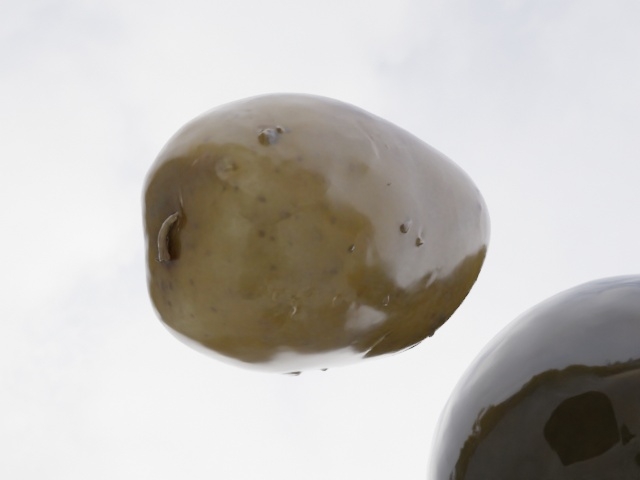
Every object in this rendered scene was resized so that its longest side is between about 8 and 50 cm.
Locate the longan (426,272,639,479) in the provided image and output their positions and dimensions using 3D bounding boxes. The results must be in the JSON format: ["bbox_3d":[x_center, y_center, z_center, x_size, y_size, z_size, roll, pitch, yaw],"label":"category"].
[{"bbox_3d":[0.198,0.143,0.583,0.258,0.258,0.258,6,-68,16],"label":"longan"}]

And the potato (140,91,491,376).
[{"bbox_3d":[0.000,0.000,0.400,0.109,0.178,0.118,30,-78,41],"label":"potato"}]
